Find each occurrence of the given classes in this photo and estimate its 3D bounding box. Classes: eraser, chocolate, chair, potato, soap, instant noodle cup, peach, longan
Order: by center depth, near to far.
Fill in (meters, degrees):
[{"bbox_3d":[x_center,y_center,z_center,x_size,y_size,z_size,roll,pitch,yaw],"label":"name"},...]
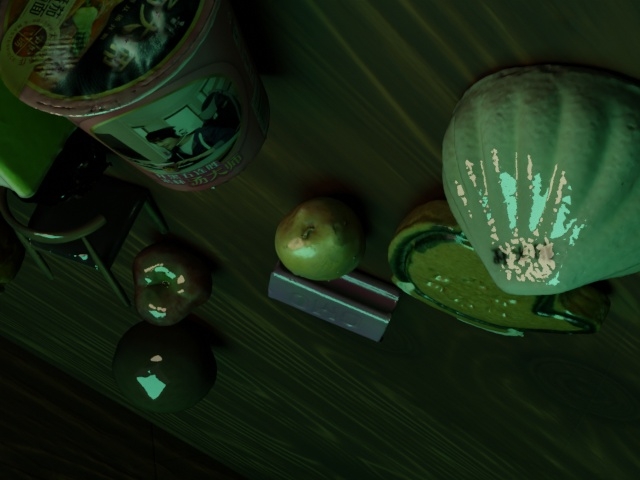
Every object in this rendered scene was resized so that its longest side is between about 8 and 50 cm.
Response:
[{"bbox_3d":[-0.165,-0.170,0.926,0.244,0.243,0.255,15,163,21],"label":"instant noodle cup"},{"bbox_3d":[-0.383,-0.207,1.052,0.092,0.210,0.274,13,157,22],"label":"eraser"},{"bbox_3d":[0.000,0.000,1.250,0.109,0.118,0.178,55,179,17],"label":"potato"},{"bbox_3d":[-0.379,-0.119,1.362,0.156,0.156,0.133,17,-176,17],"label":"chocolate"},{"bbox_3d":[0.021,0.085,1.462,0.203,0.065,0.122,22,157,4],"label":"soap"},{"bbox_3d":[-0.380,-0.030,1.476,0.188,0.166,0.272,18,161,14],"label":"chair"},{"bbox_3d":[-0.275,0.079,1.655,0.152,0.152,0.152,20,157,9],"label":"peach"},{"bbox_3d":[-0.342,0.277,2.045,0.248,0.248,0.248,20,157,9],"label":"longan"}]

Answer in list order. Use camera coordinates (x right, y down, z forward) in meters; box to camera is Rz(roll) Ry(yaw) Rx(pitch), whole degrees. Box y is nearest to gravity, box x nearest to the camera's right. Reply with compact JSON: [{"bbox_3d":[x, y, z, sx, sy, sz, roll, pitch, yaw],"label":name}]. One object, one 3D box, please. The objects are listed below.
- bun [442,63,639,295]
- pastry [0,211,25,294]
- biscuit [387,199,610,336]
[{"bbox_3d":[0.227,-0.027,0.892,0.263,0.175,0.263,19,155,9],"label":"bun"},{"bbox_3d":[-0.638,-0.027,1.463,0.356,0.163,0.356,26,173,3],"label":"pastry"},{"bbox_3d":[0.224,0.058,1.185,0.287,0.057,0.343,22,162,6],"label":"biscuit"}]
